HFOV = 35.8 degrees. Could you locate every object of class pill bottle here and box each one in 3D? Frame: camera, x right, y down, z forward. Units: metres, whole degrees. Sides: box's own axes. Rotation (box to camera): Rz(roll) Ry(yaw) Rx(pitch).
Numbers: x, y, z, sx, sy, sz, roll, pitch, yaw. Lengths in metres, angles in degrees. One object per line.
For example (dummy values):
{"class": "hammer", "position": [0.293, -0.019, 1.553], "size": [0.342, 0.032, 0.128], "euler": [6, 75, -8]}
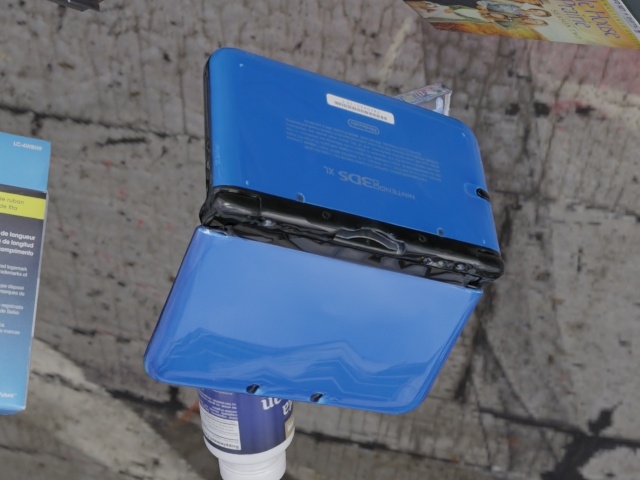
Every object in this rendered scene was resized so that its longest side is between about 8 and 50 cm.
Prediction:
{"class": "pill bottle", "position": [-0.074, 0.164, 0.998], "size": [0.094, 0.094, 0.169], "euler": [4, 119, 13]}

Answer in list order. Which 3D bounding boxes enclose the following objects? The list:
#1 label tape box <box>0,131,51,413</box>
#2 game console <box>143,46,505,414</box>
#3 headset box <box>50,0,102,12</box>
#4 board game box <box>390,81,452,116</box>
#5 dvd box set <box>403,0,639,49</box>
{"class": "label tape box", "position": [-0.481, 0.032, 1.221], "size": [0.249, 0.347, 0.115], "euler": [9, 163, -27]}
{"class": "game console", "position": [0.000, 0.000, 0.907], "size": [0.293, 0.250, 0.173], "euler": [13, 145, -29]}
{"class": "headset box", "position": [-0.298, -0.376, 1.023], "size": [0.110, 0.218, 0.293], "euler": [-25, 90, 13]}
{"class": "board game box", "position": [0.122, -0.168, 1.714], "size": [0.194, 0.060, 0.194], "euler": [-6, 117, -13]}
{"class": "dvd box set", "position": [0.302, -0.399, 1.570], "size": [0.420, 0.062, 0.308], "euler": [15, 176, 36]}
